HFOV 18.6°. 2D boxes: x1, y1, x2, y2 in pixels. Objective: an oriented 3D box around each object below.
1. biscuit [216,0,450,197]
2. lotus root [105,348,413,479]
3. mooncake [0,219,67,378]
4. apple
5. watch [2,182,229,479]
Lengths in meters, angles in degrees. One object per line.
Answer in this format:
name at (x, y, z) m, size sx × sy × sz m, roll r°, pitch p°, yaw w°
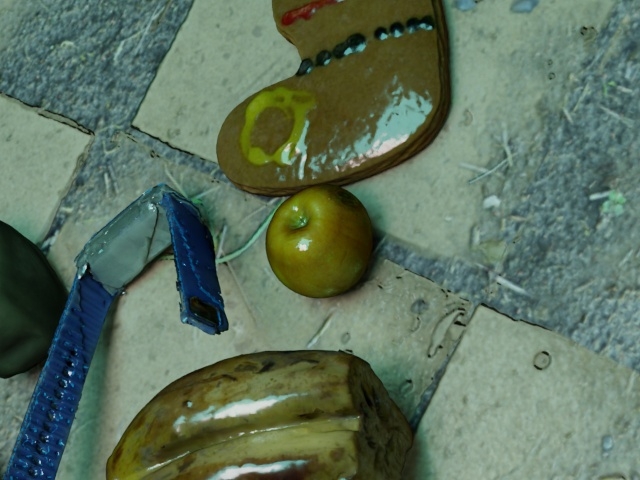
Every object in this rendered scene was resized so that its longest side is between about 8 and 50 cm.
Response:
biscuit at (0.006, -0.187, 2.025) m, size 0.262 × 0.052 × 0.277 m, roll -11°, pitch 67°, yaw 23°
lotus root at (-0.070, 0.201, 1.823) m, size 0.291 × 0.193 × 0.193 m, roll -19°, pitch 63°, yaw 15°
mooncake at (-0.343, 0.058, 2.047) m, size 0.104 × 0.175 × 0.168 m, roll -31°, pitch 102°, yaw 10°
apple at (0.000, 0.000, 1.928) m, size 0.099 × 0.102 × 0.114 m, roll 29°, pitch 85°, yaw 34°
watch at (-0.210, 0.093, 1.966) m, size 0.276 × 0.068 × 0.274 m, roll -41°, pitch 32°, yaw 18°
